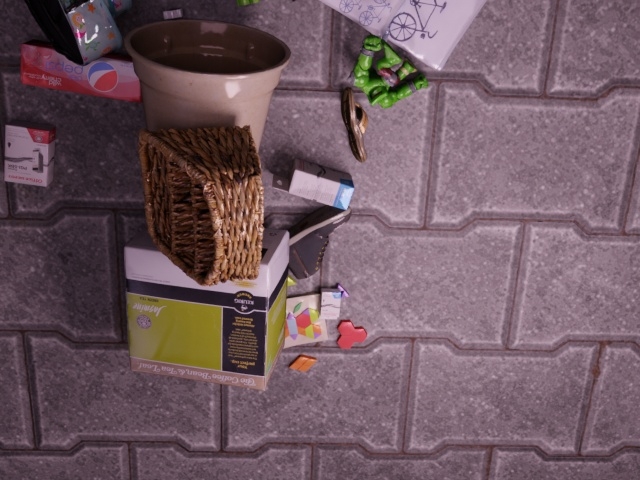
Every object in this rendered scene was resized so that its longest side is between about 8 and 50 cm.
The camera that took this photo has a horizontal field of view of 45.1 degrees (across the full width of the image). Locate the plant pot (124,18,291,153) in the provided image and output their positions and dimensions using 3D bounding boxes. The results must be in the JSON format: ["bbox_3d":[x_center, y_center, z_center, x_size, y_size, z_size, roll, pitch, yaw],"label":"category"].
[{"bbox_3d":[-0.242,-0.268,1.634,0.334,0.334,0.305,5,122,-4],"label":"plant pot"}]

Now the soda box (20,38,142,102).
[{"bbox_3d":[-0.512,-0.371,1.685,0.263,0.083,0.092,8,111,-6],"label":"soda box"}]

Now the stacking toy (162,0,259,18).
[{"bbox_3d":[-0.248,-0.571,1.635,0.221,0.052,0.167,-9,112,0],"label":"stacking toy"}]

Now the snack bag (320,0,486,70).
[{"bbox_3d":[0.211,-0.572,1.663,0.343,0.037,0.323,31,107,-14],"label":"snack bag"}]

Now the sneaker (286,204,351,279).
[{"bbox_3d":[0.000,0.000,1.862,0.222,0.083,0.118,-29,115,19],"label":"sneaker"}]

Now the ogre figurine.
[{"bbox_3d":[0.140,-0.364,1.704,0.118,0.197,0.097,-43,62,20],"label":"ogre figurine"}]

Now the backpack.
[{"bbox_3d":[-0.490,-0.484,1.533,0.191,0.225,0.253,-30,121,-22],"label":"backpack"}]

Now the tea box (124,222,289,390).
[{"bbox_3d":[-0.257,0.140,1.793,0.329,0.220,0.323,8,112,8],"label":"tea box"}]

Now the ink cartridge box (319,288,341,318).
[{"bbox_3d":[0.024,0.163,1.921,0.048,0.028,0.083,2,108,-7],"label":"ink cartridge box"}]

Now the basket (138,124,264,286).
[{"bbox_3d":[-0.233,-0.051,1.506,0.223,0.213,0.299,-4,135,-13],"label":"basket"}]

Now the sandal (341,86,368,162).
[{"bbox_3d":[0.086,-0.267,1.763,0.049,0.072,0.180,-21,113,-11],"label":"sandal"}]

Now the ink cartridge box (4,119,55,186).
[{"bbox_3d":[-0.664,-0.198,1.761,0.099,0.056,0.135,7,110,-6],"label":"ink cartridge box"}]

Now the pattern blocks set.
[{"bbox_3d":[-0.072,0.210,1.963,0.325,0.026,0.285,-23,110,7],"label":"pattern blocks set"}]

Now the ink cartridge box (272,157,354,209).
[{"bbox_3d":[-0.017,-0.137,1.786,0.180,0.104,0.060,16,110,-9],"label":"ink cartridge box"}]
